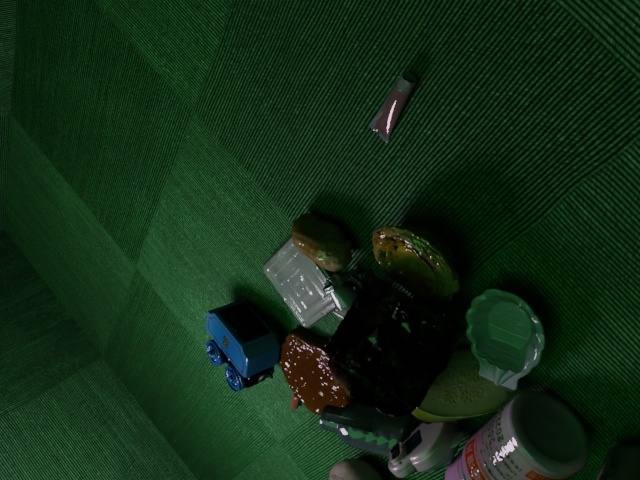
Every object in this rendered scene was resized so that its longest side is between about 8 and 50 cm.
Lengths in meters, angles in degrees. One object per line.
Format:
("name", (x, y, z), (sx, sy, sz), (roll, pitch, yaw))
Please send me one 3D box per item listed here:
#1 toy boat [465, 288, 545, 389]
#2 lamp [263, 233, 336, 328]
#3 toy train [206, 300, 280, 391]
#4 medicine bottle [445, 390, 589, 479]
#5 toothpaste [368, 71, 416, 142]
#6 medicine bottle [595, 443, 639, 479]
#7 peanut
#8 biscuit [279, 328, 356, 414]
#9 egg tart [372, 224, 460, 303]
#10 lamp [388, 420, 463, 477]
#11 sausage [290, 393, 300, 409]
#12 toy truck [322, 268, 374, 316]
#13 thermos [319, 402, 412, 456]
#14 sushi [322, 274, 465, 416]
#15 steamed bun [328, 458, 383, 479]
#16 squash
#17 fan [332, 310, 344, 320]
("toy boat", (0.463, 0.230, 1.497), (0.199, 0.100, 0.290), (23, 127, 33))
("lamp", (-0.053, 0.131, 1.957), (0.269, 0.047, 0.266), (54, 139, 7))
("toy train", (-0.286, 0.385, 2.225), (0.300, 0.188, 0.265), (41, 134, 37))
("medicine bottle", (0.495, 0.574, 1.586), (0.219, 0.219, 0.388), (43, 137, 16))
("toothpaste", (0.177, -0.324, 1.481), (0.067, 0.043, 0.194), (45, 143, 11))
("medicine bottle", (0.685, 0.642, 1.327), (0.123, 0.375, 0.282), (-22, 99, 45))
("peanut", (0.000, 0.000, 1.782), (0.224, 0.129, 0.129), (34, 133, 27))
("biscuit", (0.012, 0.474, 2.099), (0.381, 0.074, 0.358), (0, 115, 41))
("egg tart", (0.259, 0.046, 1.557), (0.291, 0.107, 0.291), (37, 160, 16))
("lamp", (0.310, 0.607, 1.756), (0.246, 0.179, 0.108), (-37, 90, 9))
("sausage", (-0.095, 0.612, 2.312), (0.034, 0.034, 0.083), (34, 135, 24))
("toy truck", (0.114, 0.199, 1.780), (0.108, 0.140, 0.256), (-25, 96, 48))
("thermos", (0.136, 0.590, 1.920), (0.287, 0.145, 0.182), (9, 163, 16))
("sushi", (0.177, 0.271, 1.591), (0.294, 0.281, 0.299), (-62, 28, 1))
("steamed bun", (0.144, 0.873, 2.160), (0.232, 0.145, 0.231), (34, 144, 29))
("squash", (0.361, 0.383, 1.623), (0.189, 0.189, 0.260), (55, 144, 3))
("fan", (0.029, 0.174, 1.947), (0.240, 0.009, 0.131), (49, 136, 11))
